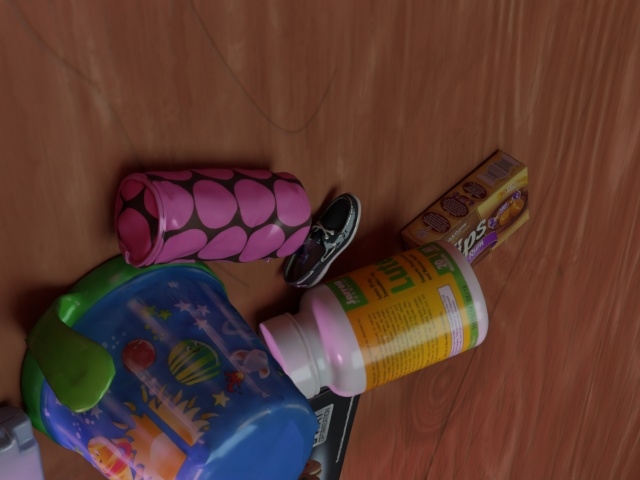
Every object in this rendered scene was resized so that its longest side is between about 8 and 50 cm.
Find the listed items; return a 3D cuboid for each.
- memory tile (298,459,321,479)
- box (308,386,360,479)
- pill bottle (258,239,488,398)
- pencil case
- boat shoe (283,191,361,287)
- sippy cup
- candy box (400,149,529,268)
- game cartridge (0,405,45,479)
[{"bbox_3d":[-0.072,0.261,1.140,0.113,0.148,0.012,-80,165,-77],"label":"memory tile"},{"bbox_3d":[-0.080,0.298,1.356,0.242,0.076,0.307,-19,134,-38],"label":"box"},{"bbox_3d":[0.058,0.100,1.262,0.246,0.136,0.136,-20,137,-15],"label":"pill bottle"},{"bbox_3d":[-0.103,-0.017,1.038,0.209,0.095,0.098,0,136,-47],"label":"pencil case"},{"bbox_3d":[0.000,0.000,1.212,0.125,0.046,0.038,-54,152,18],"label":"boat shoe"},{"bbox_3d":[-0.131,0.160,1.041,0.305,0.224,0.240,-15,131,-41],"label":"sippy cup"},{"bbox_3d":[0.192,-0.020,1.412,0.187,0.053,0.109,-39,144,-20],"label":"candy box"},{"bbox_3d":[-0.394,0.292,1.005,0.294,0.060,0.196,-27,135,-32],"label":"game cartridge"}]
